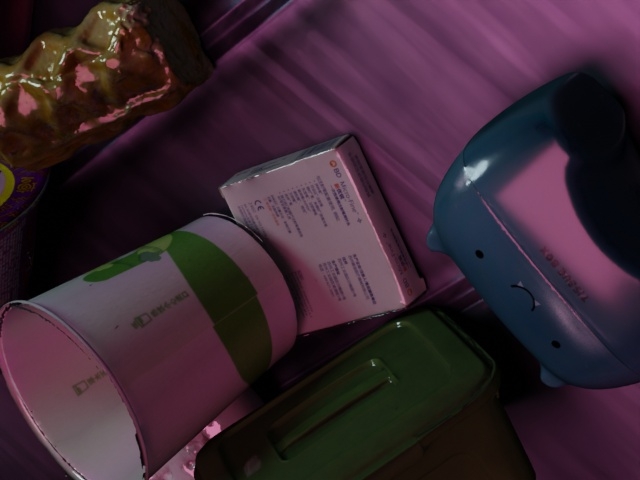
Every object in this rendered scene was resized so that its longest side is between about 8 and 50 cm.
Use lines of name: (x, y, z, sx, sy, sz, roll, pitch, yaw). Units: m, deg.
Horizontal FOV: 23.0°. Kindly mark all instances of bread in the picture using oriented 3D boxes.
bread: (-0.264, -0.167, 1.708, 0.267, 0.130, 0.152, -24, 137, 17)

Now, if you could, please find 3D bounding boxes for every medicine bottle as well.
medicine bottle: (0.000, 0.000, 1.742, 0.171, 0.052, 0.201, -18, 104, 32)

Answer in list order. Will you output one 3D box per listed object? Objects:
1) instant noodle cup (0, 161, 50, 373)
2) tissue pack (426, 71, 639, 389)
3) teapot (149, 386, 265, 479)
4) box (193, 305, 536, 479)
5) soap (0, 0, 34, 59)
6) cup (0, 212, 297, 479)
instant noodle cup: (-0.475, 0.015, 1.845, 0.339, 0.340, 0.266, 19, 132, 17)
tissue pack: (0.248, 0.000, 1.531, 0.206, 0.198, 0.287, -38, 95, 34)
teapot: (-0.140, 0.247, 1.878, 0.298, 0.139, 0.204, 4, 112, 25)
box: (0.050, 0.242, 1.665, 0.328, 0.253, 0.178, -32, 114, -4)
soap: (-0.439, -0.340, 1.749, 0.233, 0.128, 0.360, 21, 121, 14)
cup: (-0.180, 0.116, 1.726, 0.253, 0.274, 0.253, 32, 140, 33)
